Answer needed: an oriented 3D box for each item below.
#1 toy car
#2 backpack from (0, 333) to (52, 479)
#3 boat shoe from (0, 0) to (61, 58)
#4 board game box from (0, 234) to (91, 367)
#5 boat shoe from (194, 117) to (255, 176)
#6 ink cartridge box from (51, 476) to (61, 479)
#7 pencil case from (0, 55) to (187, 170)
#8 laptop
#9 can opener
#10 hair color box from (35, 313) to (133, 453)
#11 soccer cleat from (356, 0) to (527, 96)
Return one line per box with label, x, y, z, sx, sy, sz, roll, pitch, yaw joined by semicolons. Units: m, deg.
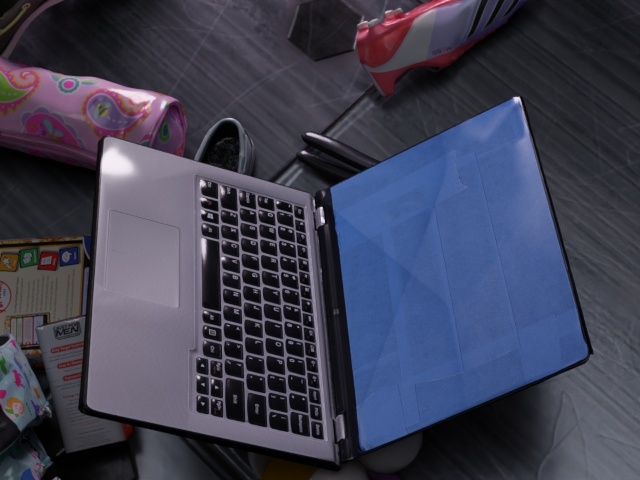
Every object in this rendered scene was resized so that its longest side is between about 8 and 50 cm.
toy car;0.029;0.224;1.418;0.182;0.136;0.159;-46;38;-10
backpack;-0.388;0.201;1.412;0.225;0.253;0.191;-27;102;1
boat shoe;-0.400;-0.291;1.675;0.305;0.091;0.109;-41;68;7
board game box;-0.300;0.069;1.566;0.193;0.045;0.147;-2;67;5
boat shoe;-0.132;-0.037;1.573;0.079;0.081;0.228;11;68;11
ink cartridge box;-0.310;0.351;1.384;0.218;0.158;0.092;-35;68;-9
pencil case;-0.301;-0.140;1.613;0.284;0.124;0.124;15;69;11
laptop;0.000;0.000;1.362;0.407;0.236;0.382;16;41;-19
can opener;0.056;-0.076;1.592;0.186;0.073;0.059;18;109;17
hair color box;-0.256;0.153;1.494;0.072;0.043;0.141;-13;93;4
soccer cleat;0.160;-0.255;1.648;0.248;0.083;0.095;-23;104;-13
